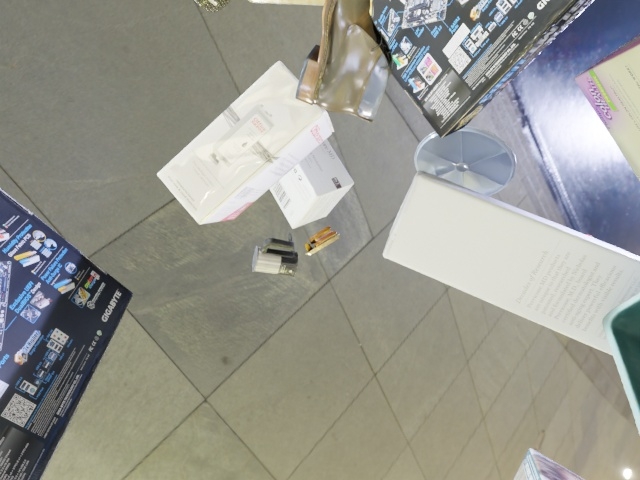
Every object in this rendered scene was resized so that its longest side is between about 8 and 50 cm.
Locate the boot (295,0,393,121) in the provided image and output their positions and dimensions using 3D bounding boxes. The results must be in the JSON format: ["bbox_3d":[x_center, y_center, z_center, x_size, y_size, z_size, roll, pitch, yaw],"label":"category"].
[{"bbox_3d":[0.053,-0.236,0.470,0.106,0.219,0.082,23,51,-5],"label":"boot"}]

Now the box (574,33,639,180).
[{"bbox_3d":[0.480,-0.179,0.524,0.117,0.243,0.213,-34,92,12],"label":"box"}]

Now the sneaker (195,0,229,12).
[{"bbox_3d":[-0.106,-0.244,0.337,0.040,0.043,0.109,-27,140,-1],"label":"sneaker"}]

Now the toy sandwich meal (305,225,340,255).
[{"bbox_3d":[0.000,0.000,0.791,0.086,0.085,0.029,-30,89,-31],"label":"toy sandwich meal"}]

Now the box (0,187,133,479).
[{"bbox_3d":[-0.244,0.066,0.280,0.051,0.220,0.175,-29,122,18],"label":"box"}]

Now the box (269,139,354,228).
[{"bbox_3d":[-0.039,-0.157,1.058,0.119,0.182,0.181,-24,77,-32],"label":"box"}]

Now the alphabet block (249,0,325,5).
[{"bbox_3d":[-0.068,-0.629,0.844,0.197,0.194,0.192,71,22,-78],"label":"alphabet block"}]

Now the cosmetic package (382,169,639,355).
[{"bbox_3d":[0.361,0.027,0.773,0.230,0.453,0.161,-40,152,-73],"label":"cosmetic package"}]

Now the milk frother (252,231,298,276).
[{"bbox_3d":[-0.146,0.038,1.353,0.135,0.143,0.129,10,106,-17],"label":"milk frother"}]

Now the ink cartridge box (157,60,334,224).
[{"bbox_3d":[-0.123,-0.165,0.772,0.283,0.207,0.117,-40,90,7],"label":"ink cartridge box"}]

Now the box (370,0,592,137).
[{"bbox_3d":[0.187,-0.352,0.591,0.073,0.295,0.293,-27,78,-30],"label":"box"}]

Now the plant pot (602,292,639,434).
[{"bbox_3d":[0.552,0.169,0.471,0.252,0.247,0.247,24,44,-5],"label":"plant pot"}]

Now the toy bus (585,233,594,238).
[{"bbox_3d":[0.607,0.063,1.094,0.220,0.149,0.211,-8,138,-37],"label":"toy bus"}]

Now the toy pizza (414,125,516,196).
[{"bbox_3d":[0.298,-0.162,0.864,0.201,0.201,0.032,50,52,-37],"label":"toy pizza"}]

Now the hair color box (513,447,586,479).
[{"bbox_3d":[0.381,0.384,0.436,0.105,0.347,0.174,-63,155,-3],"label":"hair color box"}]
